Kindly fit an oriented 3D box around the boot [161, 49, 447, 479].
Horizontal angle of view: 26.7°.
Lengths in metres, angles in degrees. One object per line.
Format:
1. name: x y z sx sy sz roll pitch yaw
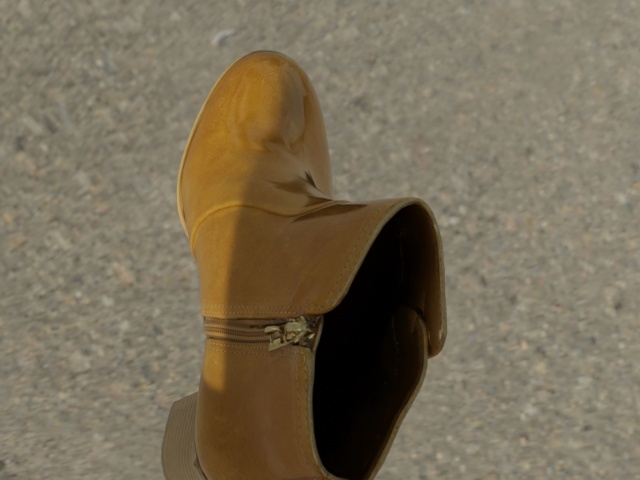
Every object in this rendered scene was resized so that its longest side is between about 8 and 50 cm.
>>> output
1. boot: -0.001 0.000 0.720 0.104 0.211 0.295 18 67 -24
